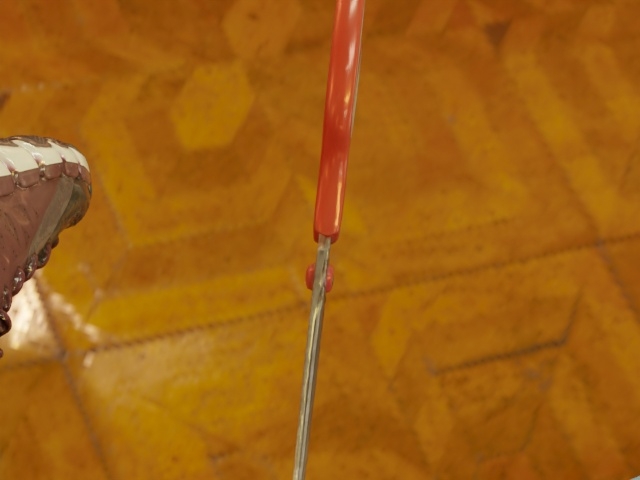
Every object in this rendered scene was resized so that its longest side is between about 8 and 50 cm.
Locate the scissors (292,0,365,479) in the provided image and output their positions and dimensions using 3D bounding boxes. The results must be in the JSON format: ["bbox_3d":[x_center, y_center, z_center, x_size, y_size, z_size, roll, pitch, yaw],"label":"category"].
[{"bbox_3d":[0.000,0.000,1.088,0.021,0.109,0.297,8,70,0],"label":"scissors"}]

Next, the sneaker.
[{"bbox_3d":[-0.193,0.032,1.049,0.281,0.106,0.162,-3,78,-70],"label":"sneaker"}]

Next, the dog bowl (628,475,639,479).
[{"bbox_3d":[0.110,0.126,0.542,0.297,0.166,0.074,-23,47,0],"label":"dog bowl"}]
